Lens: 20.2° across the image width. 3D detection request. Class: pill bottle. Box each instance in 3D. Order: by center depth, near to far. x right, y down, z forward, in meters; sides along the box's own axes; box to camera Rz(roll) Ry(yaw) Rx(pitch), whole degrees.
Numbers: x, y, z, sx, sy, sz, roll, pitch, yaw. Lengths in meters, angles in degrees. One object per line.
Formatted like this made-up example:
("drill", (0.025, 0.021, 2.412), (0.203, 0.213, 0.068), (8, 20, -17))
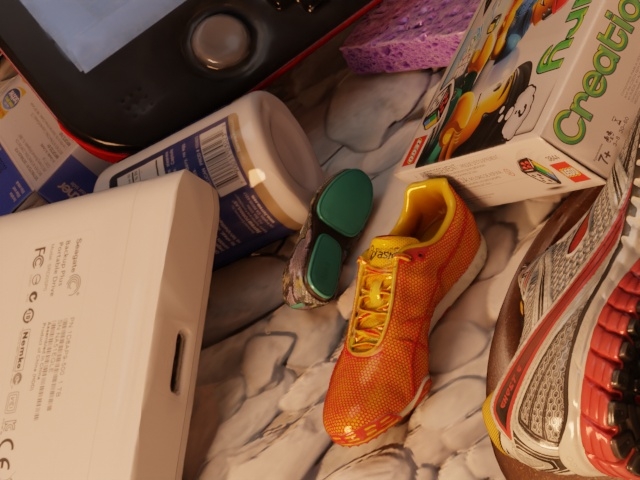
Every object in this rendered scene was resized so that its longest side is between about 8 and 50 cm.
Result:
("pill bottle", (-0.089, -0.022, 1.176), (0.169, 0.094, 0.094), (-26, 32, 19))

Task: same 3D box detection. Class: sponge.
("sponge", (0.117, -0.168, 1.223), (0.210, 0.031, 0.117), (0, 46, 46))

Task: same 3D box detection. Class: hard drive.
("hard drive", (-0.223, 0.098, 1.130), (0.353, 0.047, 0.233), (-12, 60, 35))

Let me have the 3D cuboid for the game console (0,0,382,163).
("game console", (-0.123, -0.273, 1.285), (0.342, 0.060, 0.386), (-38, 75, -6))

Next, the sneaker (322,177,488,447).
("sneaker", (0.036, 0.038, 0.993), (0.064, 0.067, 0.175), (-9, 42, 36))

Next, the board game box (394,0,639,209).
("board game box", (0.161, -0.164, 1.022), (0.305, 0.053, 0.193), (-64, 16, -13))

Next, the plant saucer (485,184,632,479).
("plant saucer", (0.207, 0.015, 0.866), (0.311, 0.050, 0.310), (-27, 33, 19))

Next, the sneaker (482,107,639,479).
("sneaker", (0.134, 0.008, 0.817), (0.093, 0.088, 0.225), (-9, 40, 41))

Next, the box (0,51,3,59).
("box", (-0.268, -0.386, 1.599), (0.395, 0.212, 0.293), (-45, 16, 50))

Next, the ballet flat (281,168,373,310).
("ballet flat", (0.000, 0.000, 1.112), (0.041, 0.041, 0.114), (-15, 36, 33))

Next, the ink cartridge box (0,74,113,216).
("ink cartridge box", (-0.156, -0.131, 1.397), (0.311, 0.065, 0.186), (-46, 32, 0))
